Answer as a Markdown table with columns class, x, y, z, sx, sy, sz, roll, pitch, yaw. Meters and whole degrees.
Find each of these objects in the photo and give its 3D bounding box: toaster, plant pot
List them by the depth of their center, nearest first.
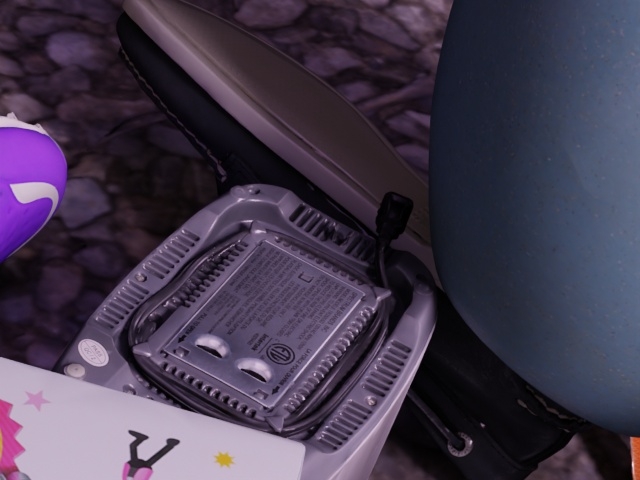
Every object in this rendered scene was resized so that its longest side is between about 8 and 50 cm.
| class | x | y | z | sx | sy | sz | roll | pitch | yaw |
| --- | --- | --- | --- | --- | --- | --- | --- | --- | --- |
| plant pot | 0.161 | -0.027 | 0.858 | 0.290 | 0.195 | 0.290 | 30 | 22 | -14 |
| toaster | -0.038 | 0.080 | 0.864 | 0.129 | 0.146 | 0.227 | 27 | 41 | 11 |

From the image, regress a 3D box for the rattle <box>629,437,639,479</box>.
| class | x | y | z | sx | sy | sz | roll | pitch | yaw |
| --- | --- | --- | --- | --- | --- | --- | --- | --- | --- |
| rattle | 0.150 | 0.014 | 1.017 | 0.130 | 0.143 | 0.200 | 12 | 32 | -29 |

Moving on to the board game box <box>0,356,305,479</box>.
| class | x | y | z | sx | sy | sz | roll | pitch | yaw |
| --- | --- | --- | --- | --- | --- | --- | --- | --- | --- |
| board game box | -0.147 | 0.165 | 0.606 | 0.224 | 0.303 | 0.097 | 17 | 41 | -1 |

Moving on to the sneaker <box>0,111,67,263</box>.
| class | x | y | z | sx | sy | sz | roll | pitch | yaw |
| --- | --- | --- | --- | --- | --- | --- | --- | --- | --- |
| sneaker | -0.211 | 0.050 | 0.886 | 0.146 | 0.102 | 0.293 | 42 | 51 | 21 |

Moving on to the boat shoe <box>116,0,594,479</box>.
| class | x | y | z | sx | sy | sz | roll | pitch | yaw |
| --- | --- | --- | --- | --- | --- | --- | --- | --- | --- |
| boat shoe | 0.002 | 0.000 | 1.000 | 0.340 | 0.113 | 0.127 | 39 | 20 | 14 |
